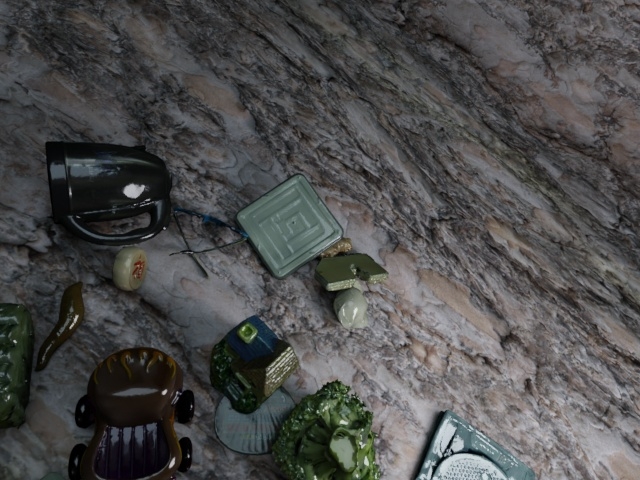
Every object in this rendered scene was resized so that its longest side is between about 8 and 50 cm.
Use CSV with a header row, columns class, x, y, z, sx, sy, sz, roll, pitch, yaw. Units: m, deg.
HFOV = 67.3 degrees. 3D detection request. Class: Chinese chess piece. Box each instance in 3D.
class,x,y,z,sx,sy,sz,roll,pitch,yaw
Chinese chess piece,-0.518,0.076,1.309,0.051,0.122,0.122,10,56,2

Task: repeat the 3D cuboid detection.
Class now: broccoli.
class,x,y,z,sx,sy,sz,roll,pitch,yaw
broccoli,0.008,0.529,1.169,0.248,0.302,0.376,-6,61,19

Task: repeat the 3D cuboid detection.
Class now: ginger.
class,x,y,z,sx,sy,sz,roll,pitch,yaw
ginger,-0.003,0.003,1.592,0.213,0.074,0.138,34,69,-5

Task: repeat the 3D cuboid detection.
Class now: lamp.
class,x,y,z,sx,sy,sz,roll,pitch,yaw
lamp,-0.099,-0.047,1.536,0.269,0.047,0.267,-35,78,-7

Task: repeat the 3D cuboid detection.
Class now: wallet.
class,x,y,z,sx,sy,sz,roll,pitch,yaw
wallet,0.454,0.679,1.375,0.342,0.075,0.237,36,57,1

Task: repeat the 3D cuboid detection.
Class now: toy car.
class,x,y,z,sx,sy,sz,roll,pitch,yaw
toy car,-0.415,0.406,1.079,0.270,0.240,0.341,3,55,-18

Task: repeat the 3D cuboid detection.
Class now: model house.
class,x,y,z,sx,sy,sz,roll,pitch,yaw
model house,-0.181,0.308,1.256,0.195,0.189,0.214,-35,77,-34

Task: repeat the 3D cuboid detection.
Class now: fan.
class,x,y,z,sx,sy,sz,roll,pitch,yaw
fan,-0.191,0.437,1.296,0.223,0.012,0.295,-22,70,-29

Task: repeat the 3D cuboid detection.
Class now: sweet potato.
class,x,y,z,sx,sy,sz,roll,pitch,yaw
sweet potato,-0.648,0.210,1.220,0.069,0.059,0.250,6,60,5

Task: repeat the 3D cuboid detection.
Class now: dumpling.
class,x,y,z,sx,sy,sz,roll,pitch,yaw
dumpling,0.103,0.215,1.502,0.134,0.099,0.169,51,15,-21

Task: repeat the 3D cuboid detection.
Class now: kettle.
class,x,y,z,sx,sy,sz,roll,pitch,yaw
kettle,-0.575,-0.131,1.354,0.323,0.228,0.321,-7,66,-30

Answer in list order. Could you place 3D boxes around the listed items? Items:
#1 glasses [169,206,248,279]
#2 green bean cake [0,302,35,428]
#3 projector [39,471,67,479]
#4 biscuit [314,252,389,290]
class,x,y,z,sx,sy,sz,roll,pitch,yaw
glasses,-0.345,-0.002,1.437,0.238,0.102,0.207,19,55,-11
green bean cake,-0.702,0.279,1.042,0.131,0.241,0.255,0,61,-27
projector,-0.538,0.633,0.940,0.259,0.079,0.257,39,20,4
biscuit,0.086,0.098,1.528,0.249,0.046,0.147,-6,30,-35
